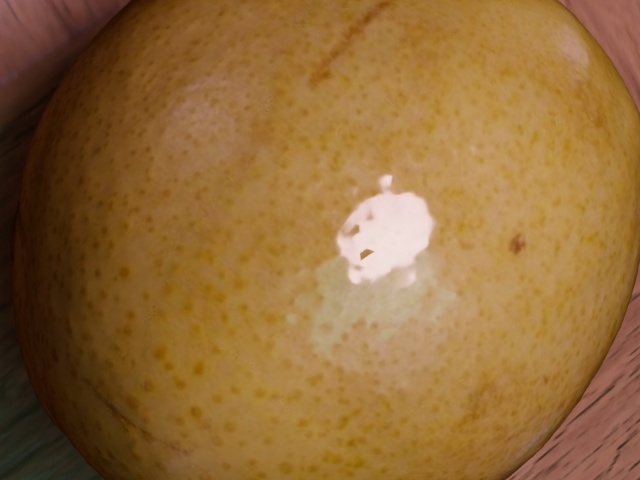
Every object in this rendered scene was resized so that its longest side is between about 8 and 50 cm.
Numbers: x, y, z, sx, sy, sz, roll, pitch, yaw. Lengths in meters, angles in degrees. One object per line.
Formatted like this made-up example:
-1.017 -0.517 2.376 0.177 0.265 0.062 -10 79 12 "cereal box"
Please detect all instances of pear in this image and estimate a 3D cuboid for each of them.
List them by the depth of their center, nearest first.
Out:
0.000 0.000 0.900 0.314 0.314 0.314 -4 99 -26 "pear"
